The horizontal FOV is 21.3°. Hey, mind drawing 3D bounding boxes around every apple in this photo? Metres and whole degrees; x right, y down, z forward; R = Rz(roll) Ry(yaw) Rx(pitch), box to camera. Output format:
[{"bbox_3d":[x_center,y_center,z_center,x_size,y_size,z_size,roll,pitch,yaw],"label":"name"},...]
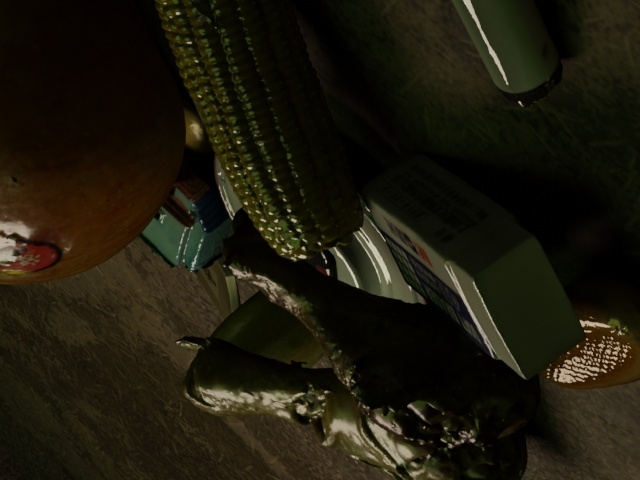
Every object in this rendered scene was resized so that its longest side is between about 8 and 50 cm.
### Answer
[{"bbox_3d":[-0.323,-0.147,1.872,0.400,0.333,0.400,173,90,-71],"label":"apple"}]

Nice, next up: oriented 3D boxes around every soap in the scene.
[{"bbox_3d":[-0.187,-0.147,2.022,0.168,0.033,0.089,20,144,44],"label":"soap"}]

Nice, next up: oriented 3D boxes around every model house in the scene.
[{"bbox_3d":[-0.156,-0.059,2.024,0.148,0.119,0.149,44,149,12],"label":"model house"}]

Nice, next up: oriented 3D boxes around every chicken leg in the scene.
[{"bbox_3d":[0.050,0.105,1.712,0.361,0.140,0.211,24,-164,-1],"label":"chicken leg"},{"bbox_3d":[0.027,0.192,1.935,0.429,0.153,0.201,11,148,15],"label":"chicken leg"}]

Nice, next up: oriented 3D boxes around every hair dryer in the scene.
[{"bbox_3d":[0.113,-0.220,1.317,0.203,0.128,0.362,8,150,33],"label":"hair dryer"}]

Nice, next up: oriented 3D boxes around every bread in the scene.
[{"bbox_3d":[0.263,0.084,1.593,0.114,0.077,0.189,32,157,-10],"label":"bread"}]

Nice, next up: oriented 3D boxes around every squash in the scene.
[{"bbox_3d":[-0.074,0.127,2.085,0.123,0.186,0.123,43,156,25],"label":"squash"}]

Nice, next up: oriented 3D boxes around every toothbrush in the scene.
[{"bbox_3d":[-0.119,-0.139,1.834,0.037,0.028,0.375,-33,84,54],"label":"toothbrush"}]

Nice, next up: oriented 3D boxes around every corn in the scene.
[{"bbox_3d":[-0.060,-0.142,1.643,0.131,0.131,0.344,-1,113,59],"label":"corn"}]

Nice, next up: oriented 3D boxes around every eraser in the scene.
[{"bbox_3d":[0.137,0.017,1.592,0.124,0.081,0.279,61,172,-26],"label":"eraser"}]

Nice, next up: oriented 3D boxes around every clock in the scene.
[{"bbox_3d":[0.000,0.000,1.888,0.318,0.080,0.318,37,155,21],"label":"clock"}]

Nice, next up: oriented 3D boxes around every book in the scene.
[{"bbox_3d":[-0.153,0.015,2.164,0.199,0.016,0.138,55,162,32],"label":"book"}]
